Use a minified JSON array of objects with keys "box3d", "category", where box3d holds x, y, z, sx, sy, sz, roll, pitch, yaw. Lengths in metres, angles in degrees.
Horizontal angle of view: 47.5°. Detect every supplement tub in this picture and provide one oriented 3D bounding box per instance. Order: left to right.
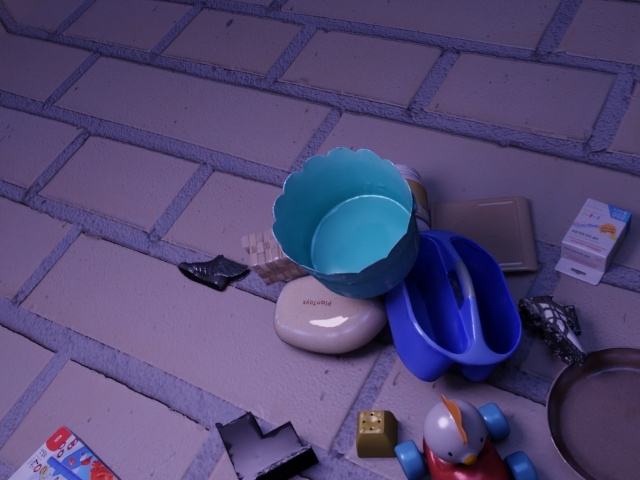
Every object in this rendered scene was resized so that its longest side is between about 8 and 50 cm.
[{"box3d":[0.189,-0.070,1.752,0.144,0.144,0.200,-7,51,10],"category":"supplement tub"}]

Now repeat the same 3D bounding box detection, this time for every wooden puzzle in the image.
[{"box3d":[0.382,-0.008,1.721,0.238,0.044,0.221,-1,51,9],"category":"wooden puzzle"}]

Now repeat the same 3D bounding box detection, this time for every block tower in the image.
[{"box3d":[0.000,0.000,1.604,0.335,0.091,0.097,-17,54,12],"category":"block tower"}]

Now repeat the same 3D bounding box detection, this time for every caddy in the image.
[{"box3d":[0.270,0.129,1.500,0.241,0.179,0.341,3,48,-17],"category":"caddy"}]

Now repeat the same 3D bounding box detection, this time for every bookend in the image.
[{"box3d":[-0.112,0.415,1.493,0.156,0.072,0.157,-28,50,-9],"category":"bookend"}]

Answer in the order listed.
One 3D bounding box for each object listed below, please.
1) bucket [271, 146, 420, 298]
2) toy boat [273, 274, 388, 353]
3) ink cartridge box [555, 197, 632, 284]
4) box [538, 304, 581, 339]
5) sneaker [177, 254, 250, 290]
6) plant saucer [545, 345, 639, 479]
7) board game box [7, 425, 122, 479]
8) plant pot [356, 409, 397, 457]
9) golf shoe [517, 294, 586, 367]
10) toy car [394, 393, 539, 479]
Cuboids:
[{"box3d":[0.063,-0.027,1.432,0.281,0.183,0.281,-7,65,15],"category":"bucket"},{"box3d":[0.047,0.115,1.662,0.267,0.148,0.318,5,61,25],"category":"toy boat"},{"box3d":[0.611,0.001,1.633,0.104,0.061,0.181,23,62,30],"category":"ink cartridge box"},{"box3d":[0.505,0.174,1.552,0.083,0.018,0.067,-9,51,9],"category":"box"},{"box3d":[-0.269,0.071,1.829,0.170,0.051,0.089,22,60,23],"category":"sneaker"},{"box3d":[0.587,0.345,1.374,0.310,0.050,0.311,-8,51,10],"category":"plant saucer"},{"box3d":[-0.532,0.584,1.464,0.302,0.086,0.308,28,64,32],"category":"board game box"},{"box3d":[0.109,0.379,1.454,0.081,0.083,0.081,-4,51,12],"category":"plant pot"},{"box3d":[0.492,0.173,1.485,0.094,0.077,0.198,-19,40,-13],"category":"golf shoe"},{"box3d":[0.255,0.376,1.316,0.219,0.238,0.210,-23,50,-3],"category":"toy car"}]
